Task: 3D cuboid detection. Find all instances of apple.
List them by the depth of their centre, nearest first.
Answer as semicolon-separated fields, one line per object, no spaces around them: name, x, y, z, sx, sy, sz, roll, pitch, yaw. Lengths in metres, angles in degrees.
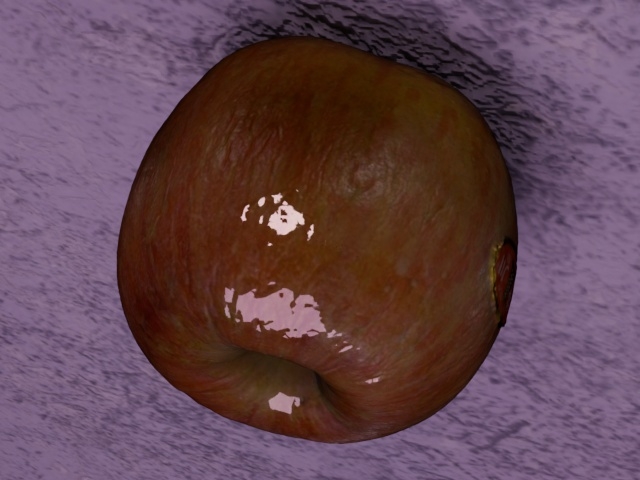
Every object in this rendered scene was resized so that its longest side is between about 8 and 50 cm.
apple;0.000;0.000;0.862;0.211;0.188;0.211;16;152;9
